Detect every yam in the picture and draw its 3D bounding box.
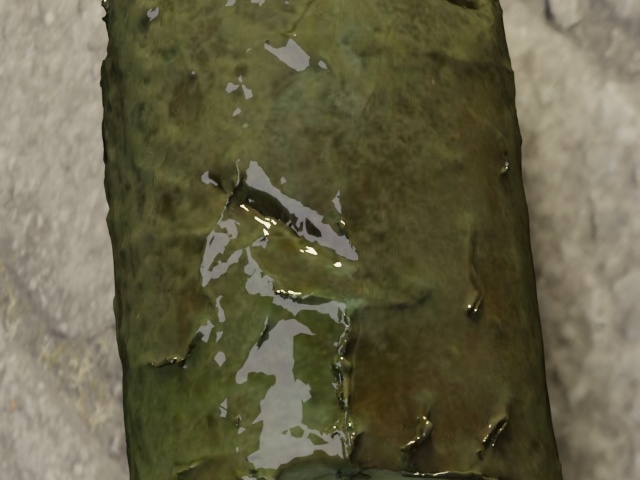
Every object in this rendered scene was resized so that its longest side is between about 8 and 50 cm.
[{"bbox_3d":[0.000,0.000,0.656,0.195,0.195,0.300,-23,63,37],"label":"yam"}]
